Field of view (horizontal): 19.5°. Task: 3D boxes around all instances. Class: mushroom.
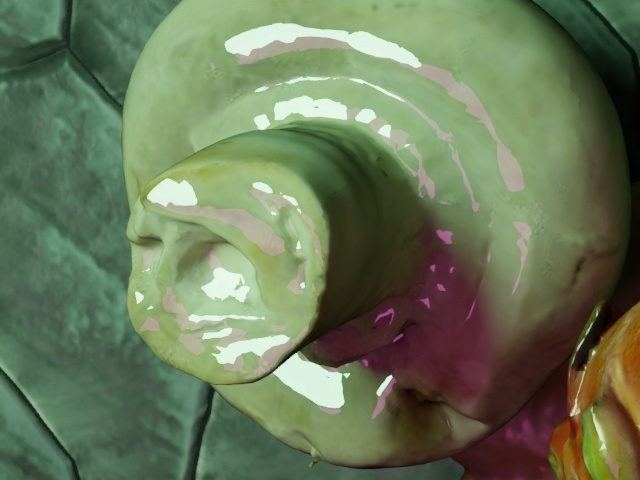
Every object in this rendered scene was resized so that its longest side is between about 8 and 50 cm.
[{"bbox_3d":[0.000,0.000,0.952,0.293,0.290,0.292,10,114,24],"label":"mushroom"}]

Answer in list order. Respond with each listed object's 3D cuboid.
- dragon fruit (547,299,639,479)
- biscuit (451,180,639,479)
[{"bbox_3d":[0.213,0.102,0.881,0.224,0.224,0.227,53,159,11],"label":"dragon fruit"},{"bbox_3d":[0.148,0.100,1.088,0.291,0.062,0.236,-21,88,32],"label":"biscuit"}]
